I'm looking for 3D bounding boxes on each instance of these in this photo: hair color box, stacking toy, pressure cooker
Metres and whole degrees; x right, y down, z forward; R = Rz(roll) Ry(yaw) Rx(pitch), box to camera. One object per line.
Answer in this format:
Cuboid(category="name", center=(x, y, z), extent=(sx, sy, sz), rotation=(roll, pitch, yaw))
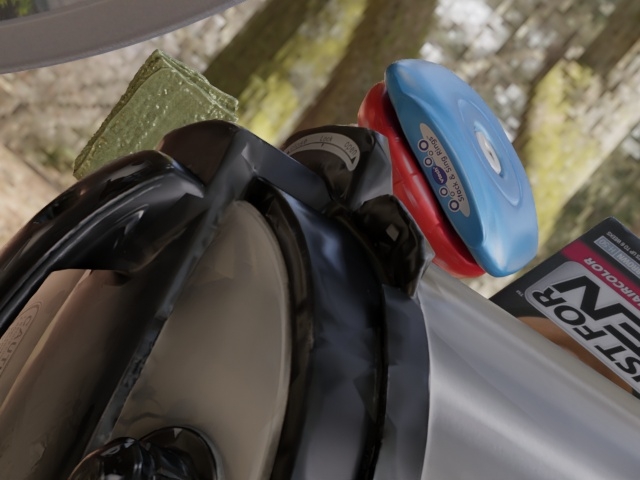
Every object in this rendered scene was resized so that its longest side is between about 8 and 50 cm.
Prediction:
Cuboid(category="hair color box", center=(0.161, 0.145, 1.224), extent=(0.185, 0.374, 0.114), rotation=(41, -40, 23))
Cuboid(category="stacking toy", center=(0.000, 0.000, 1.248), extent=(0.175, 0.302, 0.166), rotation=(63, 20, 3))
Cuboid(category="pressure cooker", center=(-0.024, 0.165, 0.809), extent=(0.420, 0.375, 0.370), rotation=(32, 32, -31))

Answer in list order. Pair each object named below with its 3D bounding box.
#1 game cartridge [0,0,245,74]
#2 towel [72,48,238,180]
Cuboid(category="game cartridge", center=(-0.094, -0.152, 0.495), extent=(0.196, 0.294, 0.060), rotation=(67, 31, -21))
Cuboid(category="towel", center=(-0.154, -0.096, 1.542), extent=(0.110, 0.148, 0.027), rotation=(34, 4, -26))
